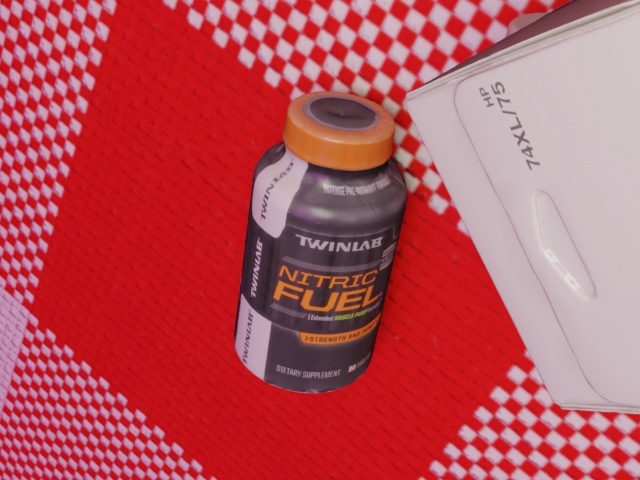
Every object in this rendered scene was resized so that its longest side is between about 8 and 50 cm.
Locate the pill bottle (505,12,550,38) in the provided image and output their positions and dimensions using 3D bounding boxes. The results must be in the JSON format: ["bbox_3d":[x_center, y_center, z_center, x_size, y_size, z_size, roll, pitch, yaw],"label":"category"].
[{"bbox_3d":[0.165,-0.087,0.689,0.078,0.078,0.137,19,123,26],"label":"pill bottle"}]

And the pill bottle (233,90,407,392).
[{"bbox_3d":[0.000,0.000,0.818,0.130,0.130,0.246,25,126,23],"label":"pill bottle"}]

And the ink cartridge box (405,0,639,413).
[{"bbox_3d":[0.229,-0.062,0.496,0.197,0.270,0.198,-11,109,61],"label":"ink cartridge box"}]
